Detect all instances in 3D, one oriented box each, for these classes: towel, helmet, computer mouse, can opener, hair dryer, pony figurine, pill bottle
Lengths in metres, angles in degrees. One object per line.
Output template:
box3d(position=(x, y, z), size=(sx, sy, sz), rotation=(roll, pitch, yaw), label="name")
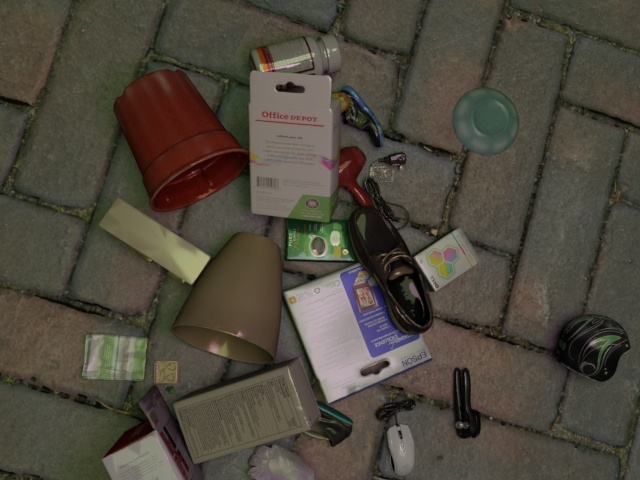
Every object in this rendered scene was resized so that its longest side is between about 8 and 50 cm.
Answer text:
box3d(position=(-0.509, 0.291, 1.691), size=(0.152, 0.023, 0.113), rotation=(5, 85, -8), label="towel")
box3d(position=(0.718, 0.273, 1.794), size=(0.169, 0.169, 0.161), rotation=(23, 98, -5), label="helmet")
box3d(position=(0.209, 0.514, 1.760), size=(0.106, 0.042, 0.193), rotation=(-10, 86, -10), label="computer mouse")
box3d(position=(0.376, 0.427, 1.792), size=(0.059, 0.073, 0.186), rotation=(-13, 82, 30), label="can opener")
box3d(position=(0.097, -0.136, 1.786), size=(0.293, 0.080, 0.224), rotation=(2, 84, -7), label="hair dryer")
box3d(position=(-0.058, 0.681, 1.588), size=(0.351, 0.363, 0.303), rotation=(17, 90, 10), label="pony figurine")
box3d(position=(-0.066, -0.462, 1.774), size=(0.221, 0.121, 0.121), rotation=(-17, 87, -10), label="pill bottle")

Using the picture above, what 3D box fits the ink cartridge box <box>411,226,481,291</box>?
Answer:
box3d(position=(0.306, 0.065, 1.806), size=(0.209, 0.062, 0.109), rotation=(-32, 90, -9), label="ink cartridge box")

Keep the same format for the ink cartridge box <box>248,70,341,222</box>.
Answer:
box3d(position=(-0.060, -0.236, 1.639), size=(0.207, 0.119, 0.353), rotation=(7, 116, 11), label="ink cartridge box")

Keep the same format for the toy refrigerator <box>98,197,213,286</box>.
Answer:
box3d(position=(-0.402, 0.012, 1.680), size=(0.269, 0.102, 0.094), rotation=(32, 81, 1), label="toy refrigerator")

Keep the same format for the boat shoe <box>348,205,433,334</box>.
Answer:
box3d(position=(0.191, 0.068, 1.695), size=(0.132, 0.130, 0.355), rotation=(-30, 90, -13), label="boat shoe")

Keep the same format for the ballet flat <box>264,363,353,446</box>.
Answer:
box3d(position=(-0.047, 0.422, 1.710), size=(0.280, 0.095, 0.096), rotation=(37, 89, -3), label="ballet flat")

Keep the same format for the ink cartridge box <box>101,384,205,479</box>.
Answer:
box3d(position=(-0.382, 0.489, 1.545), size=(0.130, 0.309, 0.272), rotation=(-27, 88, -9), label="ink cartridge box")

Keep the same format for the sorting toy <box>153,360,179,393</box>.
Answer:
box3d(position=(-0.386, 0.343, 1.708), size=(0.062, 0.012, 0.083), rotation=(2, 81, -12), label="sorting toy")

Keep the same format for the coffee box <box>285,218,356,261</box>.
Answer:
box3d(position=(0.000, 0.000, 1.780), size=(0.184, 0.040, 0.113), rotation=(1, 83, -8), label="coffee box")

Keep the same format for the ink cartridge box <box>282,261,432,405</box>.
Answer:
box3d(position=(0.093, 0.221, 1.761), size=(0.303, 0.072, 0.307), rotation=(-21, 89, -12), label="ink cartridge box")

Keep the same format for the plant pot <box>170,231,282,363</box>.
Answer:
box3d(position=(-0.193, 0.128, 1.658), size=(0.256, 0.256, 0.274), rotation=(19, 67, -6), label="plant pot")

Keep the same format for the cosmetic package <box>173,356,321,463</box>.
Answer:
box3d(position=(-0.175, 0.404, 1.627), size=(0.309, 0.113, 0.160), rotation=(-19, 88, 13), label="cosmetic package")

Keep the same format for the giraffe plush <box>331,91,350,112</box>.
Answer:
box3d(position=(-0.025, -0.281, 1.754), size=(0.210, 0.181, 0.170), rotation=(-15, 107, -17), label="giraffe plush")

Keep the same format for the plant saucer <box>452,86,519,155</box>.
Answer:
box3d(position=(0.463, -0.333, 1.879), size=(0.195, 0.037, 0.195), rotation=(1, 84, -9), label="plant saucer")

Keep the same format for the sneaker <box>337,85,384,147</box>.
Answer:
box3d(position=(0.105, -0.323, 1.822), size=(0.078, 0.067, 0.188), rotation=(-38, 92, 11), label="sneaker")

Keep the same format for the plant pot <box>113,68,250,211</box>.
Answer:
box3d(position=(-0.353, -0.251, 1.657), size=(0.272, 0.272, 0.265), rotation=(-30, 82, -10), label="plant pot")
